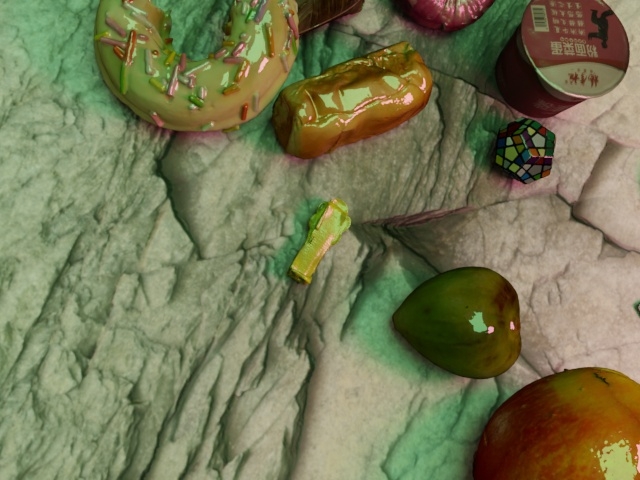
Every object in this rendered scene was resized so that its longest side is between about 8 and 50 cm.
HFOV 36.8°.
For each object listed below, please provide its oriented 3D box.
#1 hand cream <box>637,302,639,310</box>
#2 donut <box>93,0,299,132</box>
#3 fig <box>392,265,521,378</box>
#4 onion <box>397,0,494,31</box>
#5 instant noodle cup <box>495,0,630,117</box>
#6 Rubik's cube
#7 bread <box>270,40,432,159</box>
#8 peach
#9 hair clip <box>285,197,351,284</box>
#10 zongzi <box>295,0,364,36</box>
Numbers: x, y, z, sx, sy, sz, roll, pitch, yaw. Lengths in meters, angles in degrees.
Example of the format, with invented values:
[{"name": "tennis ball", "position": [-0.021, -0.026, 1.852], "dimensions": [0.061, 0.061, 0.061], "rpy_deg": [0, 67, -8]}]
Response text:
[{"name": "hand cream", "position": [0.768, 0.120, 1.937], "dimensions": [0.270, 0.061, 0.120], "rpy_deg": [-28, 89, -13]}, {"name": "donut", "position": [-0.225, -0.345, 1.692], "dimensions": [0.370, 0.150, 0.308], "rpy_deg": [3, 84, 2]}, {"name": "fig", "position": [0.244, 0.147, 1.723], "dimensions": [0.225, 0.203, 0.203], "rpy_deg": [-3, 73, 22]}, {"name": "onion", "position": [0.249, -0.534, 1.919], "dimensions": [0.229, 0.163, 0.230], "rpy_deg": [-3, 108, -10]}, {"name": "instant noodle cup", "position": [0.466, -0.358, 1.909], "dimensions": [0.234, 0.178, 0.235], "rpy_deg": [4, 74, -14]}, {"name": "Rubik's cube", "position": [0.400, -0.175, 1.877], "dimensions": [0.133, 0.133, 0.112], "rpy_deg": [35, 93, -4]}, {"name": "bread", "position": [0.059, -0.254, 1.773], "dimensions": [0.294, 0.167, 0.132], "rpy_deg": [-24, 83, -20]}, {"name": "peach", "position": [0.438, 0.394, 1.625], "dimensions": [0.369, 0.370, 0.370], "rpy_deg": [4, 74, -15]}, {"name": "hair clip", "position": [0.000, 0.000, 1.753], "dimensions": [0.072, 0.046, 0.173], "rpy_deg": [32, 70, -15]}, {"name": "zongzi", "position": [-0.007, -0.472, 1.774], "dimensions": [0.247, 0.241, 0.111], "rpy_deg": [-30, 81, -21]}]
